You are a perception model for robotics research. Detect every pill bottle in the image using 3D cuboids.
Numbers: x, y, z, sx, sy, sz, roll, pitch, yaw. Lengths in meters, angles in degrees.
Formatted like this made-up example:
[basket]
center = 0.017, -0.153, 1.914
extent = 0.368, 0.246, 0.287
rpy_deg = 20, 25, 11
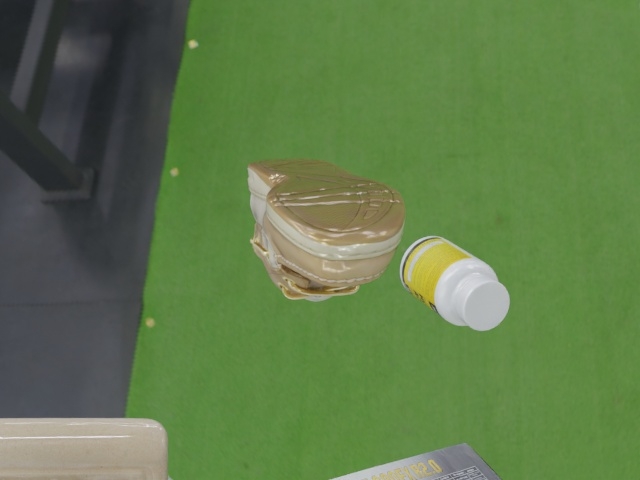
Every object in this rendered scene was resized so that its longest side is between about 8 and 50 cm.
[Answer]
[pill bottle]
center = 0.126, 0.041, 0.889
extent = 0.065, 0.065, 0.116
rpy_deg = -34, 25, -9

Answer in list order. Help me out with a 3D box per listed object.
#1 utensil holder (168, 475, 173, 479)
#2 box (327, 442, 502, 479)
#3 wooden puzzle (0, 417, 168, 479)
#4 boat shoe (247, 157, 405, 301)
[utensil holder]
center = -0.199, 0.433, 1.002
extent = 0.385, 0.327, 0.327
rpy_deg = 44, 73, -5
[box]
center = -0.009, 0.213, 0.532
extent = 0.056, 0.231, 0.183
rpy_deg = 44, 118, 33
[wooden puzzle]
center = -0.217, 0.245, 0.662
extent = 0.220, 0.044, 0.239
rpy_deg = 0, 82, -2
[boat shoe]
center = 0.000, 0.000, 0.452
extent = 0.063, 0.059, 0.170
rpy_deg = -3, 14, -10
